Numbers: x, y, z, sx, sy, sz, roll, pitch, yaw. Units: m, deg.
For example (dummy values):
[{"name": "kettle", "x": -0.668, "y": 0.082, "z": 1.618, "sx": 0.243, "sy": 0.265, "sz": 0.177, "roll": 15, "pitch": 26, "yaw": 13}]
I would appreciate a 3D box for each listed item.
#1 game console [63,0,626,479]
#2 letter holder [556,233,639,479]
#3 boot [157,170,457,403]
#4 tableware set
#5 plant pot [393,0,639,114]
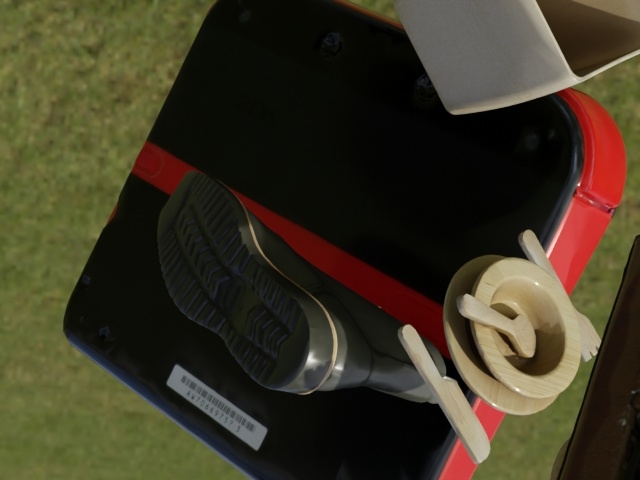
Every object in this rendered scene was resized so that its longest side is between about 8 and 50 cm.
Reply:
[{"name": "game console", "x": 0.000, "y": 0.000, "z": 0.994, "sx": 0.386, "sy": 0.342, "sz": 0.060, "roll": 29, "pitch": -174, "yaw": 38}, {"name": "letter holder", "x": 0.212, "y": 0.140, "z": 0.328, "sx": 0.214, "sy": 0.152, "sz": 0.302, "roll": -13, "pitch": 119, "yaw": 33}, {"name": "boot", "x": -0.013, "y": 0.038, "z": 0.877, "sx": 0.137, "sy": 0.198, "sz": 0.077, "roll": 16, "pitch": 117, "yaw": -41}, {"name": "tableware set", "x": 0.133, "y": 0.091, "z": 0.710, "sx": 0.128, "sy": 0.194, "sz": 0.039, "roll": -34, "pitch": -176, "yaw": -41}, {"name": "plant pot", "x": 0.106, "y": -0.127, "z": 0.752, "sx": 0.109, "sy": 0.109, "sz": 0.096, "roll": -27, "pitch": 179, "yaw": -45}]
